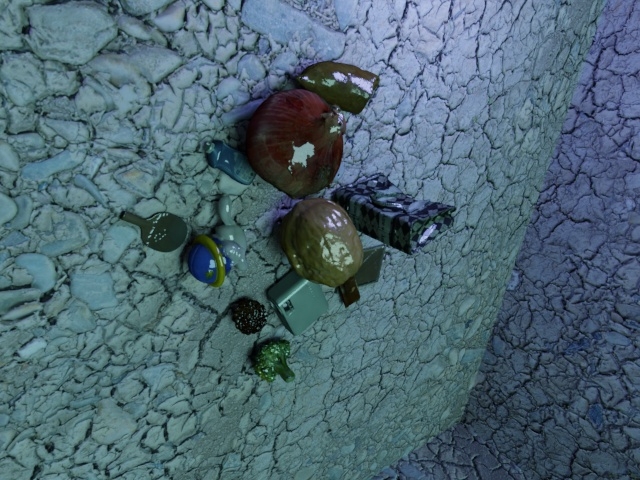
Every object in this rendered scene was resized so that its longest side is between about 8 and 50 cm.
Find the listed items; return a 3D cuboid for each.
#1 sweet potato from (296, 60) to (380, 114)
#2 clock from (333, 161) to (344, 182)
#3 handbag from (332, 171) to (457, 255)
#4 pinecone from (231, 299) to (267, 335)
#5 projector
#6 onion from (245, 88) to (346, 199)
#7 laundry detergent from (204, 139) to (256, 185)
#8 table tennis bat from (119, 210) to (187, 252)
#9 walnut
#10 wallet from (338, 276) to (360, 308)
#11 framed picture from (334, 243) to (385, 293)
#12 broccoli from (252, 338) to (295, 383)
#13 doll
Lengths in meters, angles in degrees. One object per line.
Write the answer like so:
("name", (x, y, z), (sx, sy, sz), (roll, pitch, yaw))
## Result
("sweet potato", (0.057, -0.537, 1.660), (0.370, 0.158, 0.157), (6, 110, -37))
("clock", (0.014, -0.277, 1.812), (0.117, 0.080, 0.176), (-45, 135, -14))
("handbag", (0.298, -0.117, 1.919), (0.317, 0.416, 0.180), (-24, 127, -33))
("pinecone", (-0.269, 0.294, 1.858), (0.140, 0.140, 0.121), (-64, 170, 7))
("projector", (-0.094, 0.251, 2.004), (0.198, 0.108, 0.250), (-40, 136, -19))
("onion", (-0.073, -0.310, 1.563), (0.354, 0.354, 0.353), (-22, 127, -32))
("laundry detergent", (-0.293, -0.257, 1.555), (0.206, 0.061, 0.096), (29, 95, -47))
("table tennis bat", (-0.518, -0.039, 1.510), (0.234, 0.022, 0.131), (31, 92, -50))
("walnut", (-0.003, 0.002, 1.799), (0.306, 0.306, 0.344), (-35, 110, -22))
("wallet", (0.130, 0.229, 2.225), (0.095, 0.026, 0.176), (-33, 130, -14))
("framed picture", (0.189, 0.132, 2.258), (0.281, 0.019, 0.208), (-10, 120, -39))
("broccoli", (-0.180, 0.520, 2.019), (0.220, 0.194, 0.194), (9, 107, -51))
("doll", (-0.328, 0.015, 1.612), (0.243, 0.160, 0.310), (-17, 121, -34))
